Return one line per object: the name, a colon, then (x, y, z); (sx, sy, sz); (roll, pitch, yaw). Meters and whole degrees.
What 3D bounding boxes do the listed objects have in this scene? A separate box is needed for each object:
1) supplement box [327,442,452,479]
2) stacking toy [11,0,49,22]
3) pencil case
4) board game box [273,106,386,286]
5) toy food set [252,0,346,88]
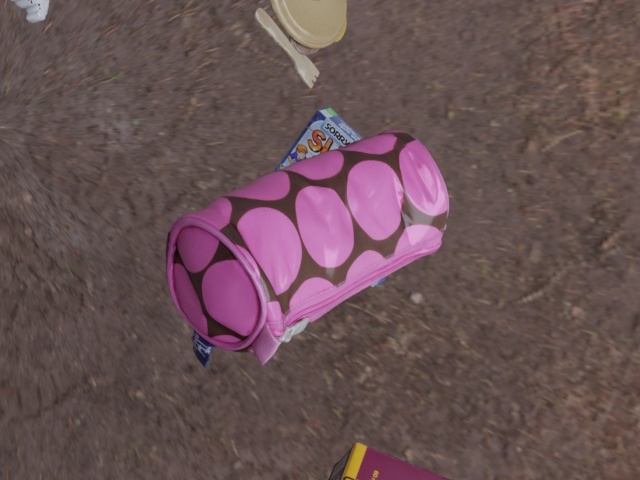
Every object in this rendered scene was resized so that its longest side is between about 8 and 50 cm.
supplement box: (0.093, 0.240, 1.093); (0.188, 0.104, 0.081); (22, 70, -1)
stacking toy: (-0.378, -0.310, 1.531); (0.167, 0.221, 0.052); (-13, 140, 20)
pencil case: (0.000, 0.000, 0.859); (0.098, 0.095, 0.209); (41, 44, 20)
board game box: (0.040, -0.057, 1.758); (0.201, 0.035, 0.136); (43, 117, 13)
toy food set: (-0.017, -0.281, 1.597); (0.132, 0.038, 0.192); (48, 52, -27)
